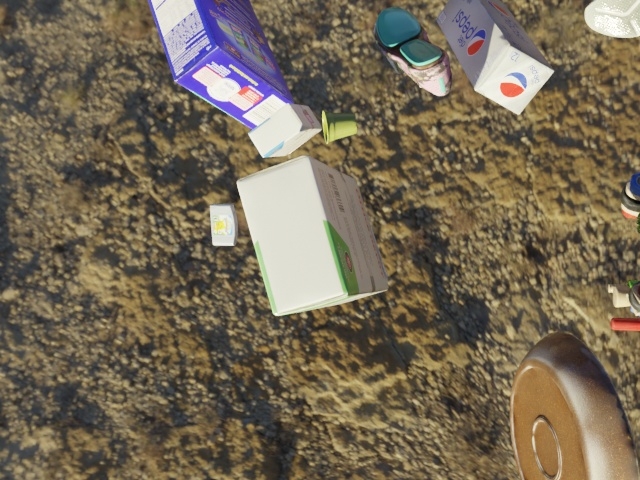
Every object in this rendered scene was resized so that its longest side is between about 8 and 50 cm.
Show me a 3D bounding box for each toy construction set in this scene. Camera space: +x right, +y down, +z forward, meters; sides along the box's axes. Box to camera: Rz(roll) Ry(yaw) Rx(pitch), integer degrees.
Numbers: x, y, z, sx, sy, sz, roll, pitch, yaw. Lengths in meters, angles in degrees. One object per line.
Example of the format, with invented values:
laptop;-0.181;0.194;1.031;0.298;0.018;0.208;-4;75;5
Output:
toy construction set;0.652;0.040;1.263;0.237;0.309;0.257;2;40;10

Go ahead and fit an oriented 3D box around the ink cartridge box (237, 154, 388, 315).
ink cartridge box;0.000;0.000;1.146;0.121;0.289;0.211;-18;82;15

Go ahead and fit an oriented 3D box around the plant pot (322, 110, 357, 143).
plant pot;0.050;-0.289;1.813;0.079;0.083;0.083;-8;63;-5

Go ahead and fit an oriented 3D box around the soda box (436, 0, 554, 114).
soda box;0.288;-0.335;1.225;0.091;0.098;0.286;-54;27;31

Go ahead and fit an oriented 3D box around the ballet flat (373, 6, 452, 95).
ballet flat;0.138;-0.278;1.088;0.077;0.079;0.221;-24;39;-1

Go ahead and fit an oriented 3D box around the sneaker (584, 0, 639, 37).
sneaker;0.359;-0.256;0.765;0.152;0.054;0.061;-10;29;21

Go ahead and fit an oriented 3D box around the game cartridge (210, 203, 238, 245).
game cartridge;-0.190;-0.031;1.428;0.056;0.017;0.083;-1;99;22

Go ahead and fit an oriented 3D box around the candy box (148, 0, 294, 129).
candy box;-0.212;-0.417;1.467;0.122;0.268;0.317;-31;63;20

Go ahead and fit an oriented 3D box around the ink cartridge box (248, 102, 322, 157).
ink cartridge box;-0.058;-0.187;1.231;0.088;0.122;0.052;-34;87;16

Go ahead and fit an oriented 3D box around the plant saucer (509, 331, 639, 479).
plant saucer;0.325;0.281;0.979;0.050;0.311;0.311;-4;64;-7
